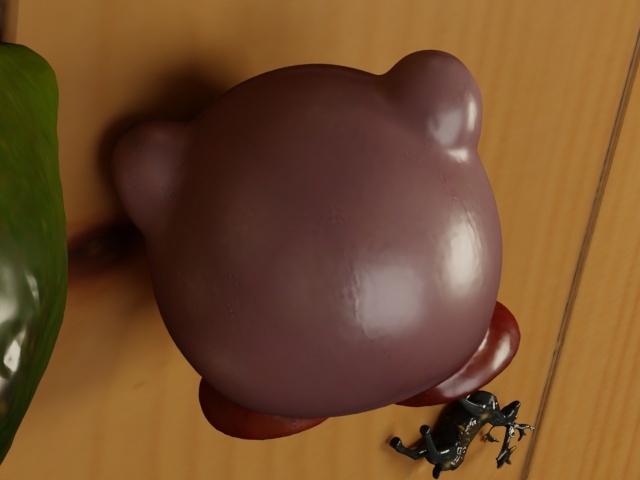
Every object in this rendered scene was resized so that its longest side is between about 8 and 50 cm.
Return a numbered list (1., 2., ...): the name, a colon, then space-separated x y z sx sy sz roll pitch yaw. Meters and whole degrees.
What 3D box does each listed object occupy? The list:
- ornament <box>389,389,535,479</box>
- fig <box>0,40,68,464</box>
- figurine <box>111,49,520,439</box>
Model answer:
1. ornament: 0.097 0.126 1.164 0.073 0.028 0.125 -56 144 -3
2. fig: -0.161 -0.009 0.624 0.275 0.206 0.206 -49 151 -50
3. figurine: 0.000 0.000 0.832 0.173 0.173 0.173 -31 138 -33
